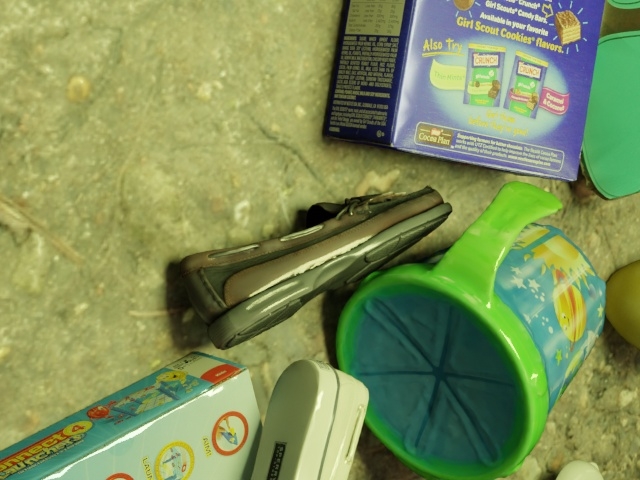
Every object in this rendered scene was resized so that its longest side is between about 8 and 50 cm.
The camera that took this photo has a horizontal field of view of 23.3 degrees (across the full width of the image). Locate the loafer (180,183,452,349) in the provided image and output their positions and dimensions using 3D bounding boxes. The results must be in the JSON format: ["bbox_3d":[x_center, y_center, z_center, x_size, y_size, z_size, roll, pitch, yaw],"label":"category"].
[{"bbox_3d":[0.000,0.000,1.495,0.302,0.109,0.095,-28,79,-34],"label":"loafer"}]

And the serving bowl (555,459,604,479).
[{"bbox_3d":[0.302,0.296,1.787,0.083,0.027,0.083,-5,99,-40],"label":"serving bowl"}]

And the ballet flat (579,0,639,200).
[{"bbox_3d":[0.362,-0.251,1.739,0.147,0.147,0.409,-9,104,-38],"label":"ballet flat"}]

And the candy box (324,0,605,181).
[{"bbox_3d":[0.160,-0.235,1.572,0.268,0.122,0.317,8,93,-39],"label":"candy box"}]

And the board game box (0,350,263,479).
[{"bbox_3d":[-0.172,0.302,1.412,0.302,0.086,0.308,-26,113,-34],"label":"board game box"}]

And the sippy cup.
[{"bbox_3d":[0.172,0.093,1.584,0.224,0.305,0.240,-35,91,-43],"label":"sippy cup"}]

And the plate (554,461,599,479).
[{"bbox_3d":[0.227,0.420,1.790,0.278,0.045,0.277,-18,108,-36],"label":"plate"}]

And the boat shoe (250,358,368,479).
[{"bbox_3d":[-0.021,0.245,1.415,0.088,0.096,0.267,23,75,-36],"label":"boat shoe"}]

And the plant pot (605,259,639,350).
[{"bbox_3d":[0.391,0.074,1.833,0.134,0.095,0.134,-7,102,-39],"label":"plant pot"}]
